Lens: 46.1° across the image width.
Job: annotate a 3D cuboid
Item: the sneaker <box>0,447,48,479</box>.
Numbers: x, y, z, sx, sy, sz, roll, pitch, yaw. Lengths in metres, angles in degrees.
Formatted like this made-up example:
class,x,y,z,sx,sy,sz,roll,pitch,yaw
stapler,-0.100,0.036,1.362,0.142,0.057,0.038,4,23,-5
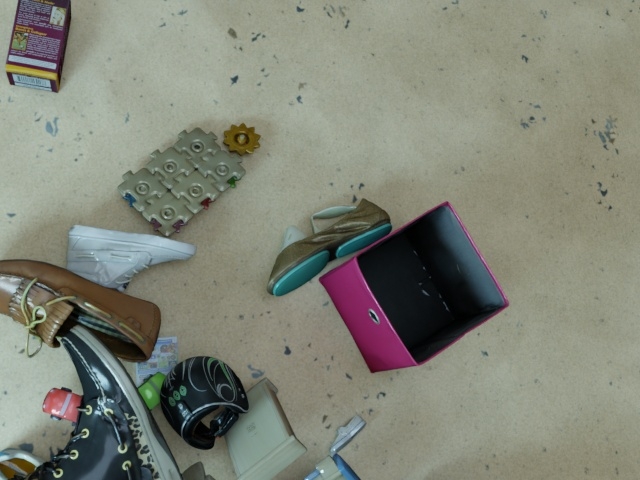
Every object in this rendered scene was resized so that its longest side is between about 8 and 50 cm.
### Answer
class,x,y,z,sx,sy,sz,roll,pitch,yaw
sneaker,-0.507,0.460,1.402,0.228,0.092,0.087,27,69,-10

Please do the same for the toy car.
class,x,y,z,sx,sy,sz,roll,pitch,yaw
toy car,-0.384,0.336,1.465,0.225,0.053,0.239,-37,94,-27

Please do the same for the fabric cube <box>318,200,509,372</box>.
class,x,y,z,sx,sy,sz,roll,pitch,yaw
fabric cube,0.188,0.108,1.608,0.259,0.258,0.254,-29,87,-21

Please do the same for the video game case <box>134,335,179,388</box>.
class,x,y,z,sx,sy,sz,roll,pitch,yaw
video game case,-0.334,0.261,1.545,0.087,0.011,0.122,-3,78,-17

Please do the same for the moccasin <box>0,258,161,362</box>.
class,x,y,z,sx,sy,sz,roll,pitch,yaw
moccasin,-0.502,0.147,1.449,0.380,0.139,0.147,25,36,-17

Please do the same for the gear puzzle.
class,x,y,z,sx,sy,sz,roll,pitch,yaw
gear puzzle,-0.270,-0.155,1.649,0.175,0.044,0.339,42,64,11

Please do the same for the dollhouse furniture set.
class,x,y,z,sx,sy,sz,roll,pitch,yaw
dollhouse furniture set,-0.093,0.491,1.535,0.286,0.198,0.303,-37,122,0

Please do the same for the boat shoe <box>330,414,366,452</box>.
class,x,y,z,sx,sy,sz,roll,pitch,yaw
boat shoe,0.053,0.414,1.616,0.100,0.035,0.035,-41,63,-17

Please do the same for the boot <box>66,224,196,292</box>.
class,x,y,z,sx,sy,sz,roll,pitch,yaw
boot,-0.391,0.047,1.549,0.258,0.095,0.124,8,85,-10

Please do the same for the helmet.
class,x,y,z,sx,sy,sz,roll,pitch,yaw
helmet,-0.231,0.306,1.472,0.169,0.169,0.161,-13,40,-19

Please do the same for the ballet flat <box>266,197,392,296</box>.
class,x,y,z,sx,sy,sz,roll,pitch,yaw
ballet flat,0.000,0.000,1.666,0.342,0.116,0.124,-30,67,-21

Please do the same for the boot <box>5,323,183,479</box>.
class,x,y,z,sx,sy,sz,roll,pitch,yaw
boot,-0.438,0.370,1.329,0.284,0.138,0.378,-30,100,-25

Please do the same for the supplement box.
class,x,y,z,sx,sy,sz,roll,pitch,yaw
supplement box,-0.595,-0.421,1.595,0.104,0.081,0.188,8,75,-14
